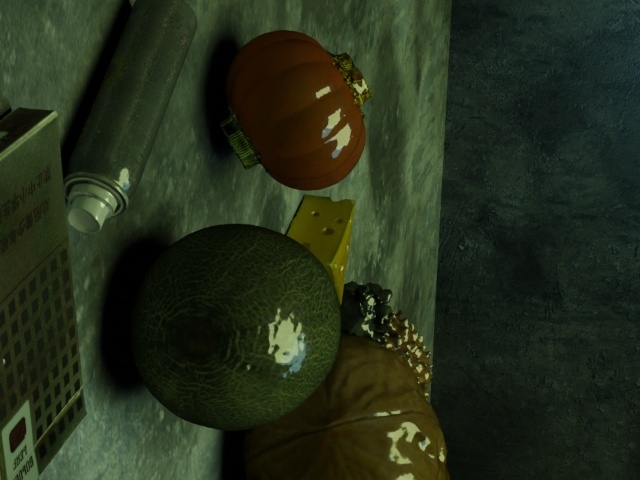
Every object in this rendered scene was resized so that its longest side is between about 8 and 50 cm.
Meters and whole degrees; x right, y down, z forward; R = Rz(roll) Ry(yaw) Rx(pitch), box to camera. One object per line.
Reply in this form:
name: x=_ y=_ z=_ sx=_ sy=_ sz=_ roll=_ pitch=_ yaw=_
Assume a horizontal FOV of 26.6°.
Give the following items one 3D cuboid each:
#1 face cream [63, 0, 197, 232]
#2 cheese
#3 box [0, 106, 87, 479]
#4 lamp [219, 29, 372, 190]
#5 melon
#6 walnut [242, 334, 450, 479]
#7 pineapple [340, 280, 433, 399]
face cream: x=-0.197 y=-0.131 z=1.387 sx=0.073 sy=0.073 sz=0.284 roll=77 pitch=23 yaw=-54
cheese: x=0.000 y=0.000 z=2.228 sx=0.126 sy=0.093 sz=0.171 roll=76 pitch=23 yaw=-54
box: x=-0.275 y=0.064 z=1.206 sx=0.180 sy=0.047 sz=0.325 roll=-59 pitch=152 yaw=-60
lamp: x=-0.032 y=-0.171 z=1.791 sx=0.223 sy=0.196 sz=0.223 roll=61 pitch=-1 yaw=2
melon: x=-0.096 y=0.098 z=1.575 sx=0.301 sy=0.237 sz=0.238 roll=-8 pitch=104 yaw=-76
walnut: x=0.035 y=0.327 z=2.081 sx=0.398 sy=0.308 sz=0.354 roll=66 pitch=0 yaw=-65
pineapple: x=0.072 y=0.187 z=2.427 sx=0.357 sy=0.222 sz=0.223 roll=63 pitch=35 yaw=-52
